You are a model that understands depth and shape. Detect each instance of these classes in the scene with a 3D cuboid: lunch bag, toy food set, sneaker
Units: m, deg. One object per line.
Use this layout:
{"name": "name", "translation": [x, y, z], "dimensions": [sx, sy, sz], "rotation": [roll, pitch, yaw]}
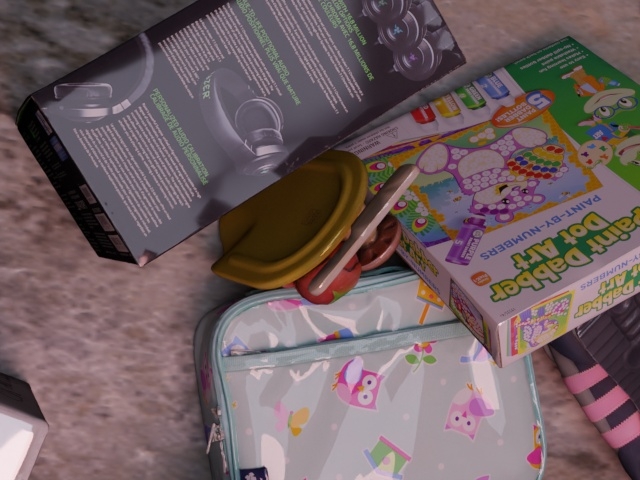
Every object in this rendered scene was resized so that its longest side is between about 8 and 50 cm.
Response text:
{"name": "lunch bag", "translation": [0.036, 0.128, 0.989], "dimensions": [0.279, 0.108, 0.224], "rotation": [-9, 93, -16]}
{"name": "toy food set", "translation": [0.000, 0.000, 0.933], "dimensions": [0.071, 0.218, 0.128], "rotation": [42, 76, -29]}
{"name": "sneaker", "translation": [0.265, 0.112, 1.064], "dimensions": [0.112, 0.131, 0.319], "rotation": [-37, 123, -12]}

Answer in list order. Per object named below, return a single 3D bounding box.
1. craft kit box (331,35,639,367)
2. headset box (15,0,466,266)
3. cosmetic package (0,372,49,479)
{"name": "craft kit box", "translation": [0.174, -0.044, 0.968], "dimensions": [0.250, 0.246, 0.061], "rotation": [-27, 138, -15]}
{"name": "headset box", "translation": [-0.063, -0.111, 0.886], "dimensions": [0.283, 0.246, 0.131], "rotation": [-33, 100, -13]}
{"name": "cosmetic package", "translation": [-0.425, 0.096, 0.793], "dimensions": [0.453, 0.230, 0.161], "rotation": [25, 83, -16]}
